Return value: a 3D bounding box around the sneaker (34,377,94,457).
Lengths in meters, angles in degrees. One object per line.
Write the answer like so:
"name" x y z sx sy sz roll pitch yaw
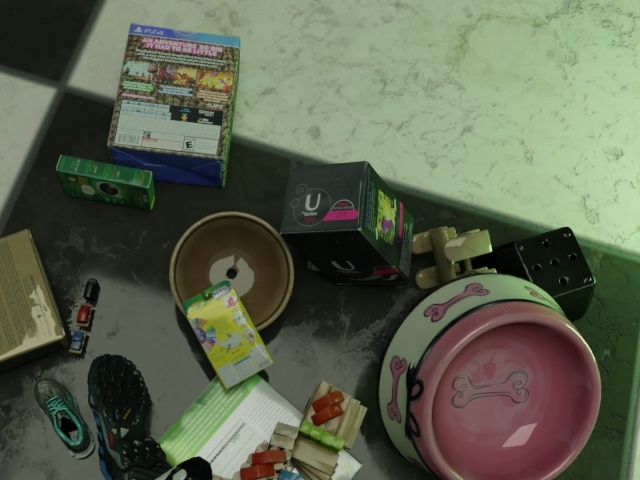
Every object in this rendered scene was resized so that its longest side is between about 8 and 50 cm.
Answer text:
"sneaker" -0.470 0.317 1.561 0.065 0.076 0.166 -35 76 -18

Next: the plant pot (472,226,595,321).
"plant pot" 0.440 0.072 1.713 0.188 0.167 0.188 -16 71 -11

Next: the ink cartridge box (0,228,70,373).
"ink cartridge box" -0.605 0.123 1.614 0.193 0.088 0.235 -19 72 -15

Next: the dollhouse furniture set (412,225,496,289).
"dollhouse furniture set" 0.231 0.100 1.659 0.160 0.212 0.242 -14 96 -12

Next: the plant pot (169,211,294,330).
"plant pot" -0.173 0.066 1.659 0.237 0.110 0.238 0 87 -7

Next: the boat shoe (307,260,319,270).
"boat shoe" 0.000 0.000 1.753 0.045 0.050 0.135 0 60 20

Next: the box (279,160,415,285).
"box" 0.059 -0.024 1.629 0.165 0.270 0.144 -3 65 26

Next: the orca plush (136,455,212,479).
"orca plush" -0.282 0.478 1.377 0.287 0.102 0.151 -35 99 -5

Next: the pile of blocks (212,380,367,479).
"pile of blocks" -0.058 0.392 1.501 0.362 0.113 0.149 -39 78 -18

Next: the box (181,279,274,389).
"box" -0.173 0.172 1.579 0.105 0.043 0.179 -28 93 -7

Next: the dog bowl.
"dog bowl" 0.314 0.271 1.526 0.407 0.150 0.408 -3 103 -14

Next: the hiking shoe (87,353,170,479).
"hiking shoe" -0.371 0.346 1.542 0.113 0.132 0.304 8 41 -36

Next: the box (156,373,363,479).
"box" -0.116 0.402 1.582 0.322 0.058 0.232 40 70 8

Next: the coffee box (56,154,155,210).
"coffee box" -0.427 -0.114 1.715 0.184 0.113 0.041 10 65 -1

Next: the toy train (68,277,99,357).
"toy train" -0.456 0.147 1.649 0.027 0.036 0.158 9 68 -3

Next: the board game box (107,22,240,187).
"board game box" -0.296 -0.279 1.776 0.231 0.141 0.291 7 68 -4
